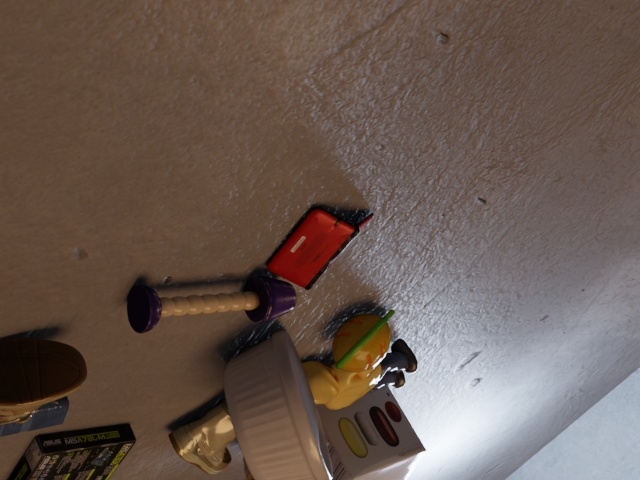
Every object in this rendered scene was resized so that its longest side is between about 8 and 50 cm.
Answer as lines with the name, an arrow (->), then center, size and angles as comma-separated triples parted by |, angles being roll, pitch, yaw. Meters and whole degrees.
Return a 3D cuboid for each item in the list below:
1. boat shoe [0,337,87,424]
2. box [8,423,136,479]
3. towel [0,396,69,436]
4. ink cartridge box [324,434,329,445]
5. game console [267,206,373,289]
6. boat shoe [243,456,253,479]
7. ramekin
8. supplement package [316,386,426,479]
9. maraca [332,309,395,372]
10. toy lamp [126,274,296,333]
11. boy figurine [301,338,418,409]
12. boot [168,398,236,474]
boat shoe -> -0.468, 0.208, 1.299 | 0.285, 0.104, 0.089 | -8, 149, -19
box -> -0.446, 0.402, 1.659 | 0.184, 0.045, 0.190 | -1, 138, -45
towel -> -0.455, 0.271, 1.465 | 0.119, 0.029, 0.067 | -4, 141, -38
ink cartridge box -> -0.049, 0.400, 1.921 | 0.045, 0.145, 0.179 | -15, 147, -25
game console -> 0.000, 0.000, 1.499 | 0.124, 0.085, 0.144 | 27, 121, -22
boat shoe -> -0.116, 0.399, 1.892 | 0.098, 0.096, 0.277 | -15, 157, -26
ramekin -> -0.077, 0.304, 1.644 | 0.127, 0.273, 0.273 | -19, 150, 1
supplement package -> 0.081, 0.431, 2.031 | 0.194, 0.203, 0.149 | -14, 146, -29
maraca -> 0.085, 0.187, 1.782 | 0.127, 0.099, 0.186 | -45, 174, 27
toy lamp -> -0.156, 0.093, 1.432 | 0.275, 0.080, 0.080 | 0, 137, -41
boy figurine -> 0.057, 0.278, 1.893 | 0.285, 0.092, 0.177 | -7, 142, -35
boot -> -0.181, 0.373, 1.832 | 0.165, 0.077, 0.213 | -36, 150, 2
